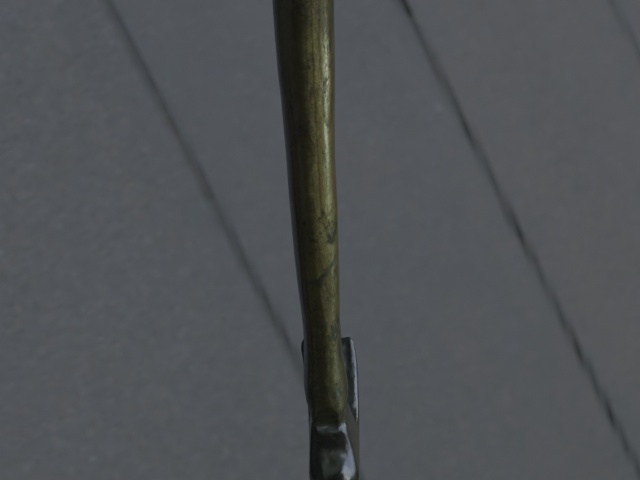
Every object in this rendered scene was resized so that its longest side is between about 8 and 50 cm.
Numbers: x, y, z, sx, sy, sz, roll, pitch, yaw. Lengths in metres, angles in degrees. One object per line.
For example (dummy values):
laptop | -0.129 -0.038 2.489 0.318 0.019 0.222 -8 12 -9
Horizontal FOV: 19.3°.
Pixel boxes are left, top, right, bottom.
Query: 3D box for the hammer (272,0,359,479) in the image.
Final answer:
hammer | 0.000 0.000 1.318 0.168 0.044 0.440 -91 178 -53
